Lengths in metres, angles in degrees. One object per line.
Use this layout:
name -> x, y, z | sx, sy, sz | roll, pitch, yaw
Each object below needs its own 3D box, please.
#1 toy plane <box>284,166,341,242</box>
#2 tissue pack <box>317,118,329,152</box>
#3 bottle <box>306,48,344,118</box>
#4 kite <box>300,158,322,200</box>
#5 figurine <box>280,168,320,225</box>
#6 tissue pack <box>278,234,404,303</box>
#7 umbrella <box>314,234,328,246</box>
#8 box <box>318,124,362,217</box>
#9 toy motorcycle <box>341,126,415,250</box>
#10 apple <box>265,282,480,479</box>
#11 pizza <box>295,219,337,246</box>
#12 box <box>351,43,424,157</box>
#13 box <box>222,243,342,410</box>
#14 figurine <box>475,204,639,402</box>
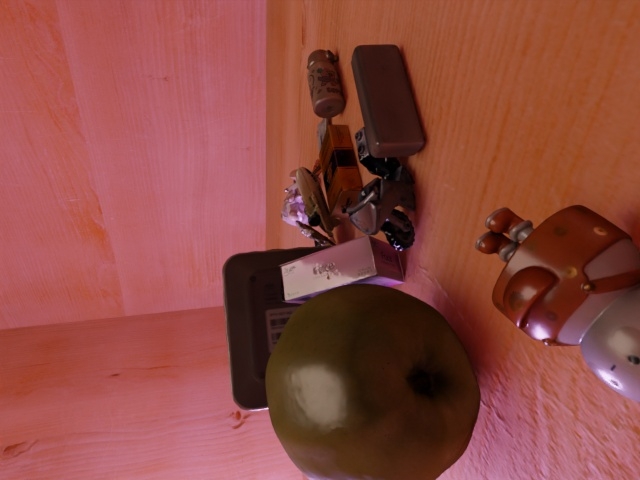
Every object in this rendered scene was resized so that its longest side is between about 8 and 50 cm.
toy plane -> -0.016, -0.115, 1.284 | 0.256, 0.104, 0.242 | 51, -169, -31
tissue pack -> 0.017, -0.327, 1.415 | 0.122, 0.026, 0.193 | 155, 110, -75
bottle -> 0.015, -0.489, 1.253 | 0.110, 0.097, 0.209 | -24, 65, 34
kite -> -0.009, -0.232, 1.388 | 0.125, 0.008, 0.222 | -32, 33, 49
figurine -> -0.081, -0.163, 1.651 | 0.276, 0.133, 0.200 | 111, 164, -49
tissue pack -> 0.046, 0.077, 0.938 | 0.246, 0.148, 0.093 | -20, 68, 30
umbrella -> 0.018, 0.104, 1.347 | 0.154, 0.128, 0.337 | 103, 161, -55
box -> 0.054, -0.205, 1.224 | 0.152, 0.070, 0.237 | 113, 148, -60
toy motorcycle -> 0.116, -0.110, 0.839 | 0.106, 0.159, 0.271 | -29, 65, 51
apple -> 0.086, 0.244, 0.707 | 0.357, 0.357, 0.358 | 176, 90, -76
pizza -> 0.000, 0.000, 1.263 | 0.034, 0.181, 0.262 | -54, -18, 3
box -> 0.131, -0.283, 0.823 | 0.055, 0.103, 0.244 | 111, 151, -68
box -> -0.047, 0.213, 1.078 | 0.111, 0.395, 0.397 | 124, 139, -70
figurine -> 0.267, 0.061, 0.380 | 0.271, 0.143, 0.143 | 33, 134, 30
